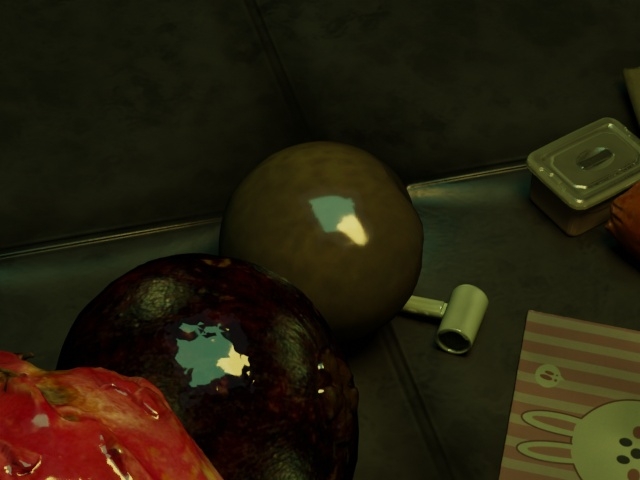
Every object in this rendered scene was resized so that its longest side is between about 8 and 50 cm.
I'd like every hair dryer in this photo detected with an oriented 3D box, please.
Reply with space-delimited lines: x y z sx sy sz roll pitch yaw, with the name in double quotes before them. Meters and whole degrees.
"hair dryer" 0.093 0.066 1.866 0.124 0.038 0.063 12 46 15

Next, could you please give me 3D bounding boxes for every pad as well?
"pad" 0.267 0.189 1.778 0.202 0.005 0.299 11 47 6

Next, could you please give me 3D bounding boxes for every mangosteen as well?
"mangosteen" -0.108 0.151 1.617 0.288 0.288 0.288 2 46 -2

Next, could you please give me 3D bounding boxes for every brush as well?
"brush" 0.352 -0.104 2.054 0.034 0.027 0.190 -7 55 -6

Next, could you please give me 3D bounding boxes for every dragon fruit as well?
"dragon fruit" -0.251 0.263 1.402 0.371 0.249 0.386 29 93 30

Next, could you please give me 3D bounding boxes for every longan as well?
"longan" 0.000 0.000 1.818 0.198 0.198 0.212 3 47 -1

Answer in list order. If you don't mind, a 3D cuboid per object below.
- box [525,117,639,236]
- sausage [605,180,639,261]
"box" 0.273 -0.062 1.980 0.122 0.062 0.089 -25 53 -26
"sausage" 0.446 0.024 1.885 0.348 0.097 0.094 22 56 16
